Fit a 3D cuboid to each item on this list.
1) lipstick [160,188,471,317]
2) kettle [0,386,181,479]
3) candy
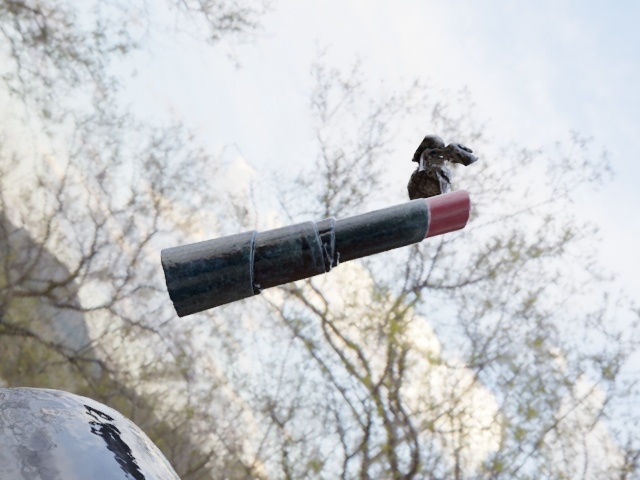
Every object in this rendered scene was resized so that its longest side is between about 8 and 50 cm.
[{"bbox_3d":[0.000,0.000,0.626,0.053,0.234,0.053,164,-90,-85],"label":"lipstick"},{"bbox_3d":[-0.088,0.228,0.361,0.290,0.207,0.268,24,-21,54],"label":"kettle"},{"bbox_3d":[0.164,-0.080,1.195,0.094,0.051,0.226,19,-22,1],"label":"candy"}]
